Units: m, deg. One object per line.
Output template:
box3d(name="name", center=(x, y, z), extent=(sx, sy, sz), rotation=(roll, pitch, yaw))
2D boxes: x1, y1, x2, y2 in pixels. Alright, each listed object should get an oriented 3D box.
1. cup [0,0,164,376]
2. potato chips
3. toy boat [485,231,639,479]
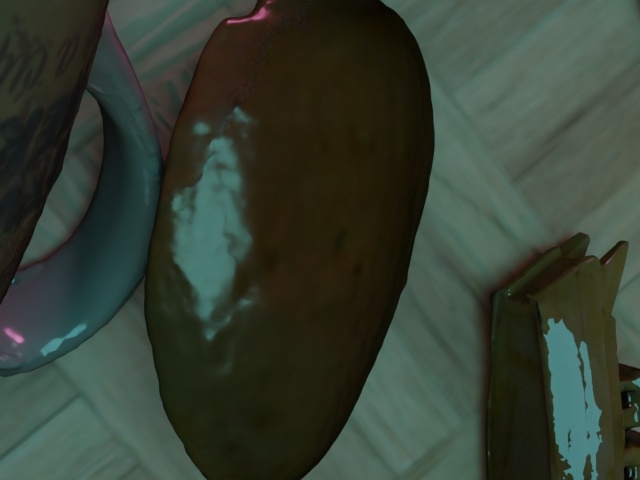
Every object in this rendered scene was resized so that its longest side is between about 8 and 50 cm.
box3d(name="cup", center=(-0.148, -0.032, 0.393), extent=(0.257, 0.227, 0.301), rotation=(-47, 147, 21))
box3d(name="potato chips", center=(0.000, 0.000, 0.500), extent=(0.150, 0.049, 0.201), rotation=(18, 83, -57))
box3d(name="toy boat", center=(0.116, 0.101, 0.569), extent=(0.072, 0.064, 0.206), rotation=(-4, 98, -26))
